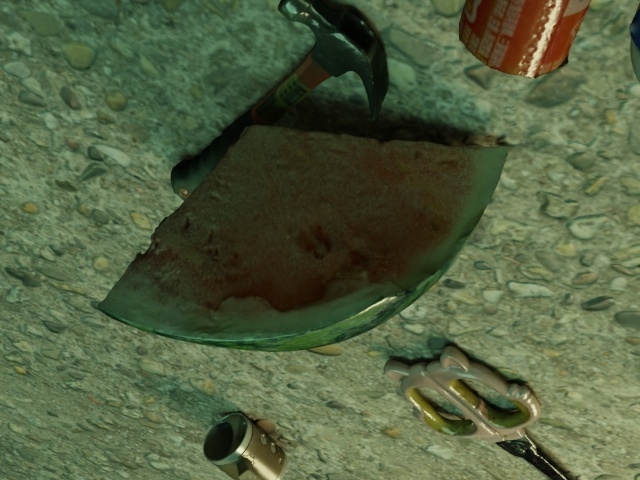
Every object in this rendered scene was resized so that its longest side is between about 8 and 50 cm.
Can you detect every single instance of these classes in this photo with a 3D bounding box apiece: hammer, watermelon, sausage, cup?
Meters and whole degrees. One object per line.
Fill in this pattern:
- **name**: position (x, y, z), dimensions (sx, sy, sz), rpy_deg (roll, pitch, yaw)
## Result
- **hammer**: position (-0.050, -0.099, 0.801), dimensions (0.111, 0.033, 0.288), rpy_deg (36, 144, -18)
- **watermelon**: position (0.000, 0.000, 0.769), dimensions (0.260, 0.256, 0.176), rpy_deg (10, 114, 10)
- **sausage**: position (0.136, -0.204, 0.518), dimensions (0.074, 0.074, 0.274), rpy_deg (18, 146, 6)
- **cup**: position (-0.088, 0.287, 1.302), dimensions (0.102, 0.074, 0.099), rpy_deg (13, 153, 50)

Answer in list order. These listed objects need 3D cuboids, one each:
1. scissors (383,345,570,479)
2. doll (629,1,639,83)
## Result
- **scissors**: position (0.206, 0.216, 1.096), dimensions (0.160, 0.024, 0.317), rpy_deg (-22, 126, 43)
- **doll**: position (0.200, -0.143, 0.489), dimensions (0.119, 0.138, 0.293), rpy_deg (31, 173, 25)
